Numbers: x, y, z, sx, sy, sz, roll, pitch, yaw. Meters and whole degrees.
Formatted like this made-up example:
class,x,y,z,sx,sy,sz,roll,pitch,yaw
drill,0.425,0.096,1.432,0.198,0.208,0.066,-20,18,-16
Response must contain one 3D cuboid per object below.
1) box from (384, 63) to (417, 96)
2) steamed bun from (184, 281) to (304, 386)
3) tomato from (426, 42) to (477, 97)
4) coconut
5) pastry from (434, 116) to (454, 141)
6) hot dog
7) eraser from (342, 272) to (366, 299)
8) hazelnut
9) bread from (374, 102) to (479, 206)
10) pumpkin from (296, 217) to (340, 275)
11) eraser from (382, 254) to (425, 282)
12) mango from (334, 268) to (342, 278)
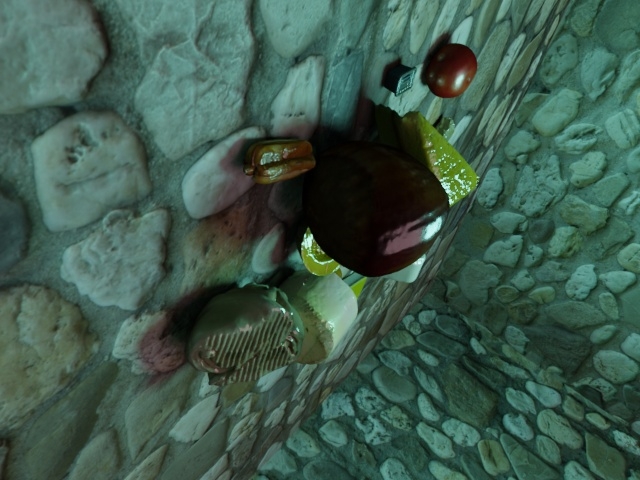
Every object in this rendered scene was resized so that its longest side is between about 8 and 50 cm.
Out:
class,x,y,z,sx,sy,sz,roll,pitch,yaw
box,0.242,-0.492,1.444,0.099,0.054,0.074,-38,154,-35
steamed bun,-0.224,0.252,1.377,0.325,0.219,0.309,-24,136,-7
tomato,0.453,-0.580,1.632,0.195,0.136,0.195,-43,155,-25
coconut,-0.030,0.241,1.632,0.309,0.298,0.297,-49,162,-54
pastry,0.471,-0.408,1.982,0.258,0.089,0.121,-48,144,-23
hot dog,-0.105,-0.195,1.152,0.249,0.076,0.102,-26,107,-52
eraser,0.113,0.248,2.205,0.226,0.069,0.157,-25,145,-49
hazelnut,0.151,-0.099,1.340,0.421,0.421,0.352,-31,132,-44
bread,0.335,-0.301,1.523,0.245,0.233,0.361,-36,125,-25
pumpkin,-0.006,-0.004,1.559,0.218,0.110,0.217,-22,125,-35
eraser,0.257,0.003,1.971,0.331,0.331,0.149,-33,147,-42
mango,0.022,0.134,1.852,0.102,0.085,0.184,-57,152,3
